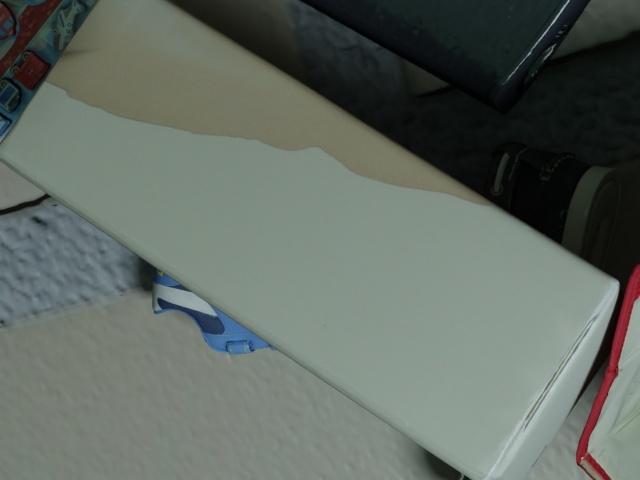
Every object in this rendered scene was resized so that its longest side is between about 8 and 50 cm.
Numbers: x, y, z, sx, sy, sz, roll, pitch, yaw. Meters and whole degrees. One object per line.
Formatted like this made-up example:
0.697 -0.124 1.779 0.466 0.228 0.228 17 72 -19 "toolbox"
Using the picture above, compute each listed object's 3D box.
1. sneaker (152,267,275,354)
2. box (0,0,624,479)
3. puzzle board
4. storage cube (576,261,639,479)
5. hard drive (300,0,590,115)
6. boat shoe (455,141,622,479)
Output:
-0.035 0.042 1.110 0.144 0.053 0.059 26 103 7 "sneaker"
0.000 0.000 0.995 0.311 0.148 0.121 33 88 14 "box"
-0.196 -0.122 1.104 0.096 0.011 0.128 39 102 -5 "puzzle board"
0.275 0.072 0.953 0.215 0.193 0.184 39 148 25 "storage cube"
0.100 -0.212 1.037 0.172 0.054 0.255 29 104 -2 "hard drive"
0.109 0.058 1.095 0.079 0.084 0.233 19 107 20 "boat shoe"
